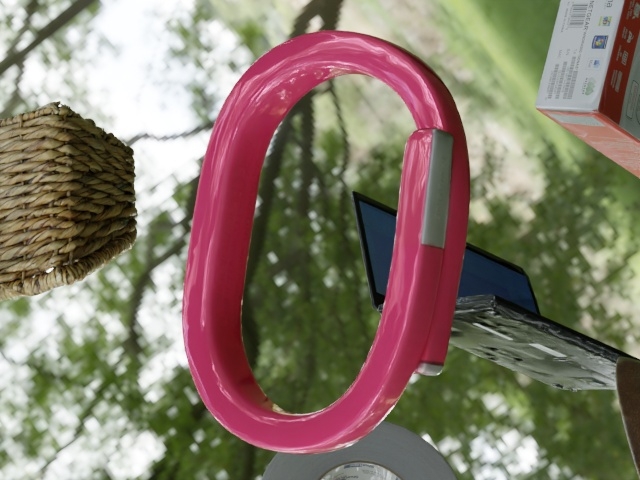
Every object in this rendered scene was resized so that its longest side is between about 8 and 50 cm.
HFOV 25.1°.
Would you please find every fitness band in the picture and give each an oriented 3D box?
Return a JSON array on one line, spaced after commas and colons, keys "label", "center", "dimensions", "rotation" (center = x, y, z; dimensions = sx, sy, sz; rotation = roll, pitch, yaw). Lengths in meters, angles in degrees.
[{"label": "fitness band", "center": [0.000, 0.000, 0.982], "dimensions": [0.054, 0.209, 0.291], "rotation": [14, -96, -50]}]

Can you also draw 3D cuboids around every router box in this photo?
[{"label": "router box", "center": [0.386, -0.252, 1.610], "dimensions": [0.082, 0.336, 0.301], "rotation": [8, 170, 42]}]

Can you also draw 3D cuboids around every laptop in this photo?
[{"label": "laptop", "center": [0.176, 0.042, 1.326], "dimensions": [0.234, 0.137, 0.264], "rotation": [23, 163, -28]}]

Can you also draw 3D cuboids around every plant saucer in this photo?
[{"label": "plant saucer", "center": [0.289, 0.183, 1.158], "dimensions": [0.199, 0.036, 0.199], "rotation": [54, -157, -36]}]

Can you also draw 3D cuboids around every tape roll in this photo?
[{"label": "tape roll", "center": [0.040, 0.296, 1.494], "dimensions": [0.072, 0.219, 0.219], "rotation": [96, 149, -55]}]

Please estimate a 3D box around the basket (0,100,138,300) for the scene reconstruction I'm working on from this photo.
[{"label": "basket", "center": [-0.364, 0.004, 1.677], "dimensions": [0.213, 0.299, 0.223], "rotation": [38, -138, -61]}]
